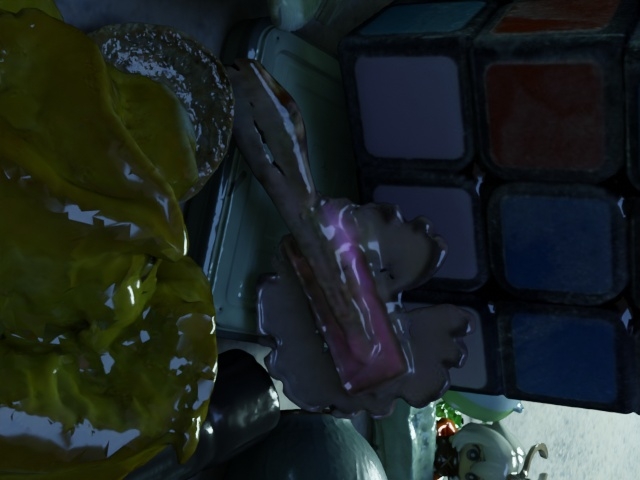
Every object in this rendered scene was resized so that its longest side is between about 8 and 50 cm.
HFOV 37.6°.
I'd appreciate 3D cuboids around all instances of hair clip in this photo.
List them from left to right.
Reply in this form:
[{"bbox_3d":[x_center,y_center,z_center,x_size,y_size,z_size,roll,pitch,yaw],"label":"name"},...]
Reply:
[{"bbox_3d":[0.001,-0.004,0.733,0.300,0.173,0.069,65,17,-8],"label":"hair clip"}]

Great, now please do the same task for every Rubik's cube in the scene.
[{"bbox_3d":[0.250,-0.074,0.871,0.363,0.359,0.362,-50,138,-48],"label":"Rubik's cube"}]

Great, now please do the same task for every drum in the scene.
[{"bbox_3d":[0.222,0.149,1.140,0.253,0.130,0.049,-9,133,-52],"label":"drum"}]

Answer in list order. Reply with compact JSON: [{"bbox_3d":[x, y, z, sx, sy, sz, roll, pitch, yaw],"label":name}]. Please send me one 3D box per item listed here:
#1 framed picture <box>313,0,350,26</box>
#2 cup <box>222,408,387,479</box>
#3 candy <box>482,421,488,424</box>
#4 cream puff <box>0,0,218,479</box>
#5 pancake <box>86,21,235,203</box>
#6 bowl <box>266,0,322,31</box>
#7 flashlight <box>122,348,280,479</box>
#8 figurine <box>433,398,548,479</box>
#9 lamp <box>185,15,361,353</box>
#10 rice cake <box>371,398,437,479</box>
[{"bbox_3d":[0.074,-0.269,0.737,0.015,0.150,0.203,37,55,-1],"label":"framed picture"},{"bbox_3d":[-0.014,0.225,0.819,0.199,0.199,0.149,20,63,-53],"label":"cup"},{"bbox_3d":[0.217,0.288,1.230,0.060,0.061,0.200,-6,95,-52],"label":"candy"},{"bbox_3d":[-0.184,-0.007,0.451,0.291,0.257,0.324,2,92,-55],"label":"cream puff"},{"bbox_3d":[-0.127,-0.086,0.660,0.140,0.022,0.139,-5,104,-20],"label":"pancake"},{"bbox_3d":[0.026,-0.376,0.646,0.196,0.435,0.434,37,59,-2],"label":"bowl"},{"bbox_3d":[-0.179,0.166,0.634,0.424,0.103,0.103,-20,113,-52],"label":"flashlight"},{"bbox_3d":[0.190,0.250,1.089,0.132,0.154,0.132,-17,111,-51],"label":"figurine"},{"bbox_3d":[-0.009,-0.035,0.852,0.269,0.047,0.266,17,81,-52],"label":"lamp"},{"bbox_3d":[0.090,0.242,1.029,0.063,0.066,0.336,-15,109,-50],"label":"rice cake"}]
